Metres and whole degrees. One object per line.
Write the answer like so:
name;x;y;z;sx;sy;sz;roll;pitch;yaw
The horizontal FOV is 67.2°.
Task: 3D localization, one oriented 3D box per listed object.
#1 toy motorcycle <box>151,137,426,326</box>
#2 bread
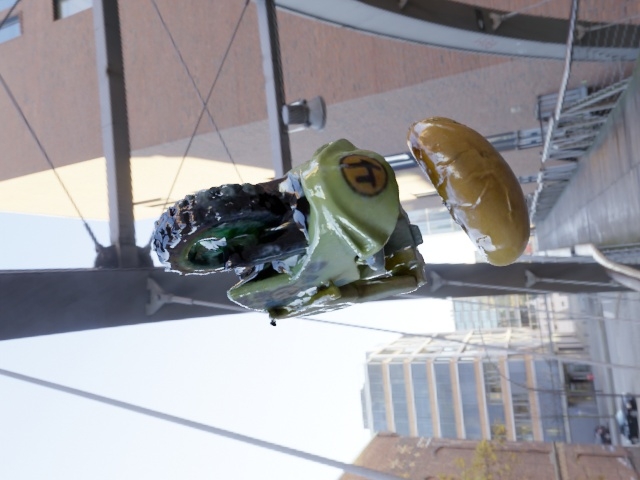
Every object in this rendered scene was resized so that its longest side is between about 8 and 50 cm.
toy motorcycle;0.000;0.000;0.585;0.410;0.237;0.168;30;-138;-68
bread;0.164;-0.056;0.507;0.189;0.077;0.114;54;-152;-15
